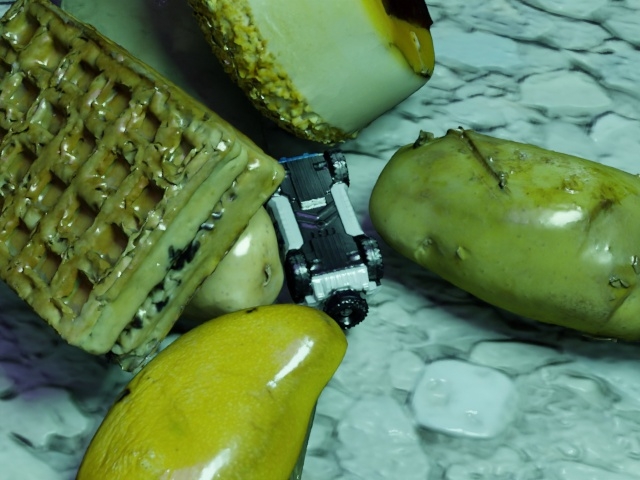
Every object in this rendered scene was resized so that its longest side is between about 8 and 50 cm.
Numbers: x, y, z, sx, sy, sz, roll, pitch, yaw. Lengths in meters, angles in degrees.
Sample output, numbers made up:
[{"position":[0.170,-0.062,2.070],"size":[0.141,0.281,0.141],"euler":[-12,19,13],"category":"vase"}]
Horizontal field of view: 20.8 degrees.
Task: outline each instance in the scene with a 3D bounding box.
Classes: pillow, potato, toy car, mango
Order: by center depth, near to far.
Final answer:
[{"position":[-0.085,0.154,1.363],"size":[0.157,0.109,0.262],"euler":[28,60,35],"category":"mango"},{"position":[0.189,-0.006,1.465],"size":[0.300,0.140,0.173],"euler":[21,18,11],"category":"potato"},{"position":[-0.106,0.002,1.469],"size":[0.178,0.118,0.109],"euler":[27,22,31],"category":"potato"},{"position":[0.000,0.000,1.496],"size":[0.080,0.070,0.170],"euler":[-12,55,-11],"category":"toy car"},{"position":[-0.153,-0.178,1.611],"size":[0.185,0.075,0.302],"euler":[-4,58,-9],"category":"pillow"}]

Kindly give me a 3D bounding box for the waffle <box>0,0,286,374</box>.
[{"position":[-0.199,-0.057,1.430],"size":[0.308,0.091,0.213],"euler":[38,92,39],"category":"waffle"}]

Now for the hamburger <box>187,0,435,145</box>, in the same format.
[{"position":[-0.020,-0.227,1.533],"size":[0.179,0.276,0.294],"euler":[-20,89,18],"category":"hamburger"}]

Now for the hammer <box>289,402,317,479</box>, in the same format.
[{"position":[-0.018,0.191,1.393],"size":[0.058,0.029,0.292],"euler":[11,54,3],"category":"hammer"}]
